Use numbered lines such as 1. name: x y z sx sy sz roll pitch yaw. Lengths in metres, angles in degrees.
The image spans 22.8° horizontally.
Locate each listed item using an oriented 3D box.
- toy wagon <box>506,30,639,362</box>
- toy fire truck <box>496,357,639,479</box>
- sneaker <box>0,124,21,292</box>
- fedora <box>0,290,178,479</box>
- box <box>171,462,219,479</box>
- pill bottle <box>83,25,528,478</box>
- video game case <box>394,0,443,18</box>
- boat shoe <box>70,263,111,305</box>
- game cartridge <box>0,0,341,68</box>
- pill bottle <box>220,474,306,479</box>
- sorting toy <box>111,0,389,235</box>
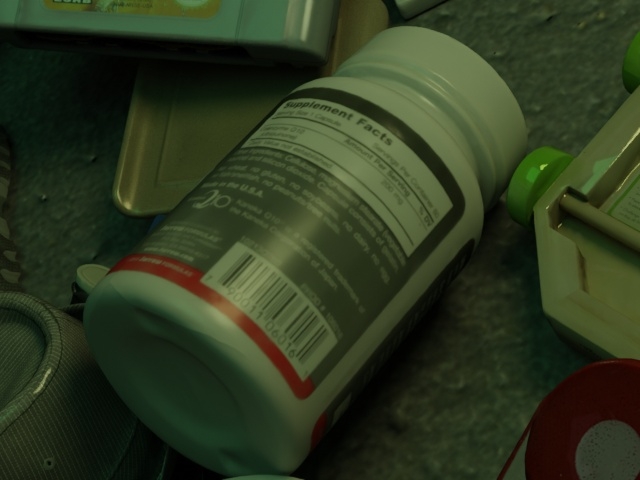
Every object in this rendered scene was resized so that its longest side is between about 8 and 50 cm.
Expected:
1. toy wagon: 0.291 -0.050 0.969 0.344 0.068 0.267 -48 50 -10
2. toy fire truck: 0.188 0.217 0.789 0.302 0.169 0.254 32 95 40
3. sneaker: -0.306 0.007 1.236 0.115 0.105 0.281 -30 39 22
4. fedora: -0.224 0.138 1.029 0.275 0.124 0.243 -40 45 4
5. box: -0.140 0.218 1.031 0.162 0.029 0.116 -20 50 17
6. pill bottle: 0.000 0.000 0.993 0.161 0.161 0.283 17 50 35
7. video game case: 0.115 -0.278 1.250 0.173 0.022 0.190 -26 50 9
8. boat shoe: -0.133 0.064 1.129 0.125 0.046 0.038 34 120 24
9. game cartridge: -0.124 -0.236 1.200 0.297 0.062 0.198 5 81 15
10. pill bottle: -0.031 0.261 0.872 0.136 0.136 0.245 -17 51 16
11. sorting toy: -0.047 -0.096 1.193 0.196 0.047 0.347 -4 58 19
